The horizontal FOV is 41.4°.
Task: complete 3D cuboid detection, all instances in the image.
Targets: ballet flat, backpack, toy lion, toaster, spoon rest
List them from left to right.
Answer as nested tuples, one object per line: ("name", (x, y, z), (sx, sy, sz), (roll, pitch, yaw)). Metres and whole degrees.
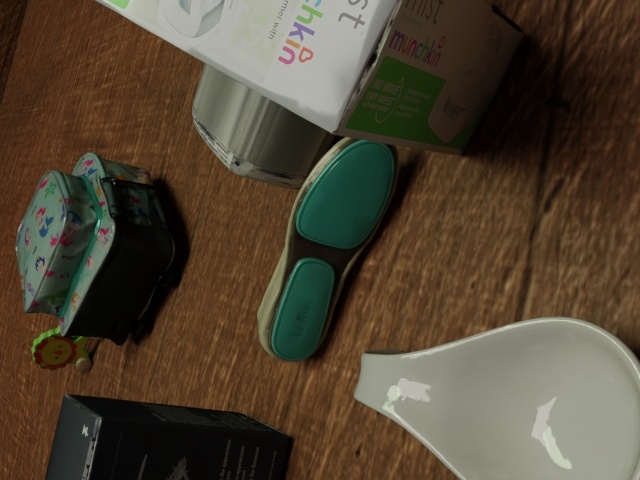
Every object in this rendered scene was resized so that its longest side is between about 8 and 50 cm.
("toy lion", (-0.398, 0.162, 1.324), (0.100, 0.096, 0.034), (-61, 35, 19))
("backpack", (-0.327, -0.002, 1.218), (0.225, 0.191, 0.253), (-58, 31, 25))
("toaster", (-0.051, -0.154, 0.914), (0.227, 0.129, 0.146), (49, 122, 50))
("ballet flat", (0.000, 0.000, 0.822), (0.248, 0.086, 0.086), (-64, 34, 16))
("spoon rest", (0.110, 0.117, 0.596), (0.276, 0.084, 0.137), (-1, 76, 57))

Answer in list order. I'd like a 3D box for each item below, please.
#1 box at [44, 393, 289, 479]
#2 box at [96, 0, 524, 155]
("box", (-0.154, 0.242, 0.823), (0.108, 0.207, 0.153), (6, 82, 57))
("box", (0.003, -0.174, 0.644), (0.231, 0.262, 0.126), (32, 105, 21))
